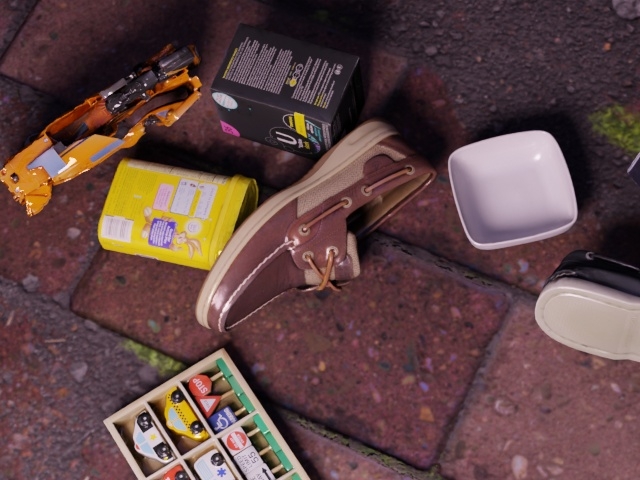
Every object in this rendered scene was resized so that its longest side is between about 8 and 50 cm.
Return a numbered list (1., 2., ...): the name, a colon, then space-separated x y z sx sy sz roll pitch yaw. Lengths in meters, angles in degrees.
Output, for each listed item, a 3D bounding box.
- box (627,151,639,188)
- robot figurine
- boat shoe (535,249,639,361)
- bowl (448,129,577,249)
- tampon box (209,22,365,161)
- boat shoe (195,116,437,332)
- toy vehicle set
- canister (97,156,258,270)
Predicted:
1. box: 0.582 -0.044 1.881 0.313 0.179 0.343 -20 63 -32
2. robot figurine: -0.261 -0.141 2.080 0.291 0.211 0.085 -35 96 -7
3. boat shoe: 0.418 0.098 1.935 0.340 0.127 0.113 16 41 8
4. bowl: 0.233 -0.055 2.053 0.142 0.053 0.142 -13 66 1
5. tampon box: -0.039 -0.179 2.099 0.161 0.120 0.101 17 69 14
6. boat shoe: 0.000 0.000 2.021 0.123 0.123 0.342 41 70 21
7. toy vehicle set: -0.112 0.274 1.955 0.166 0.035 0.267 -32 67 -8
8. canister: -0.175 -0.031 2.076 0.170 0.073 0.126 11 68 12
